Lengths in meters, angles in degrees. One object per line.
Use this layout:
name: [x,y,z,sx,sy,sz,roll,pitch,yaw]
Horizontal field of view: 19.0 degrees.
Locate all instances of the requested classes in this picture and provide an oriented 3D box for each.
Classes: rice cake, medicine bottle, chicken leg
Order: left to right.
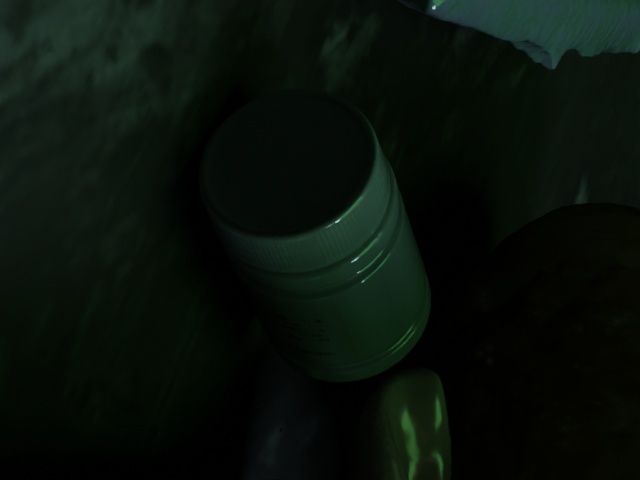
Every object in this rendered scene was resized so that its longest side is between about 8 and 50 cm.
medicine bottle: [0.000,0.000,0.611,0.058,0.058,0.091,-60,153,-23]
rice cake: [0.091,-0.131,0.729,0.237,0.043,0.127,-7,114,-62]
chicken leg: [0.136,0.165,0.677,0.409,0.182,0.295,-116,-157,-70]

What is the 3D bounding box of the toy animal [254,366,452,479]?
toy animal: [-0.024,0.146,0.556,0.166,0.154,0.250,-38,175,16]
